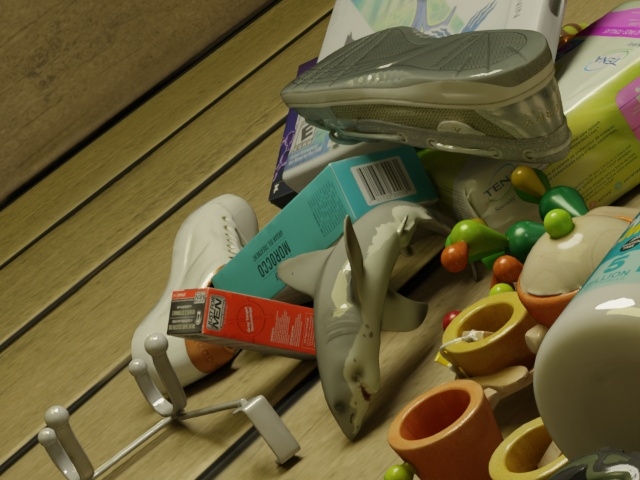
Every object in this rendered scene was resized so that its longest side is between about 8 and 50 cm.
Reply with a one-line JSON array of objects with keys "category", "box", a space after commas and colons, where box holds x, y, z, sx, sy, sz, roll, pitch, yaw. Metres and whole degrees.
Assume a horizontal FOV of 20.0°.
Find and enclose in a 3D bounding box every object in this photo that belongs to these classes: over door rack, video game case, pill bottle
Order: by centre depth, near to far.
[{"category": "pill bottle", "box": [0.245, 0.033, 1.087, 0.146, 0.146, 0.264, -18, 20, 44]}, {"category": "over door rack", "box": [-0.187, 0.190, 1.540, 0.239, 0.108, 0.324, -38, 16, -18]}, {"category": "video game case", "box": [0.114, -0.215, 1.782, 0.329, 0.036, 0.300, -23, 40, 42]}]

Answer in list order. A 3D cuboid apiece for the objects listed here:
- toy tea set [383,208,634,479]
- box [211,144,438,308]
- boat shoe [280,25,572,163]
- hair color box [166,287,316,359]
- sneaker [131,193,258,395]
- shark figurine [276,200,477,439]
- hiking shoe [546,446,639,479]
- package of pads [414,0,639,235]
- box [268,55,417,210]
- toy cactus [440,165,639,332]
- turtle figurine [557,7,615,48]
[{"category": "toy tea set", "box": [0.108, 0.095, 1.167, 0.200, 0.124, 0.336, -18, 25, 34]}, {"category": "box", "box": [0.000, 0.000, 1.670, 0.100, 0.060, 0.244, -15, -17, -37]}, {"category": "boat shoe", "box": [0.084, -0.119, 1.570, 0.118, 0.103, 0.320, -38, 25, -33]}, {"category": "hair color box", "box": [-0.056, 0.075, 1.603, 0.072, 0.141, 0.043, -7, 74, 58]}, {"category": "sneaker", "box": [-0.089, 0.044, 1.849, 0.123, 0.106, 0.290, -21, 29, 28]}, {"category": "shark figurine", "box": [0.029, 0.018, 1.501, 0.116, 0.166, 0.278, -4, 29, 27]}, {"category": "hiking shoe", "box": [0.154, 0.175, 0.925, 0.114, 0.086, 0.227, -34, 15, -21]}, {"category": "package of pads", "box": [0.233, -0.103, 1.644, 0.296, 0.101, 0.229, -36, 14, -6]}, {"category": "box", "box": [0.080, -0.129, 1.891, 0.261, 0.103, 0.184, -21, 50, 44]}, {"category": "toy cactus", "box": [0.186, 0.012, 1.421, 0.180, 0.112, 0.219, -6, 21, 20]}, {"category": "turtle figurine", "box": [0.214, -0.167, 1.911, 0.217, 0.087, 0.269, -26, 21, 35]}]
